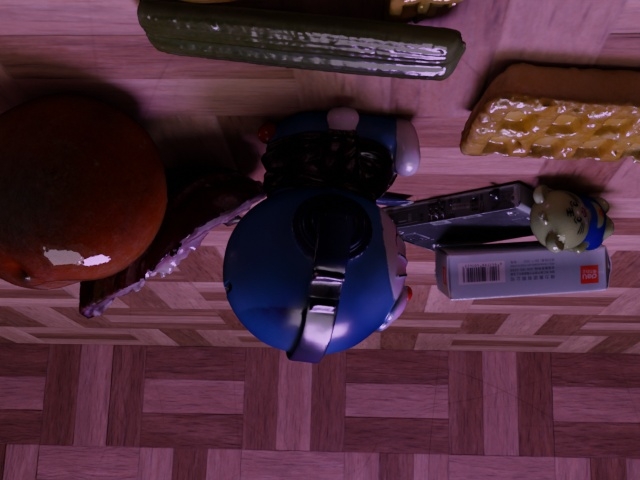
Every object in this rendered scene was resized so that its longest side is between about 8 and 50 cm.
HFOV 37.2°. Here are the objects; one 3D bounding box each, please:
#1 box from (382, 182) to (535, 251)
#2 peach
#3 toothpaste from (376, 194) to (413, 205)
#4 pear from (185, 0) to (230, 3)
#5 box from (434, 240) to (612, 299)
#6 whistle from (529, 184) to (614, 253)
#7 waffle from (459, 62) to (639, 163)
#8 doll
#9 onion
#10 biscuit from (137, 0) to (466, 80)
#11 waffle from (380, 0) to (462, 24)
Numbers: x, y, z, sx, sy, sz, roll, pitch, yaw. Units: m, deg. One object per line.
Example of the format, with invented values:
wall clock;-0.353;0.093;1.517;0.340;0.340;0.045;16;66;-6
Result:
box;0.250;-0.032;1.570;0.270;0.045;0.211;-10;163;36
peach;-0.321;-0.053;1.167;0.252;0.252;0.252;1;165;0
toothpaste;0.079;-0.067;1.503;0.140;0.021;0.037;6;171;-24
pear;-0.074;-0.239;0.558;0.200;0.200;0.200;1;165;0
box;0.331;0.046;1.579;0.269;0.079;0.135;-3;-175;-1
whistle;0.395;-0.028;1.463;0.085;0.105;0.227;-23;162;40
waffle;0.312;-0.146;1.112;0.274;0.057;0.168;2;165;-4
doll;0.000;0.000;1.205;0.240;0.310;0.284;6;165;-9
onion;-0.213;-0.040;1.352;0.280;0.146;0.314;-32;-178;44
biscuit;-0.019;-0.195;0.941;0.322;0.038;0.099;8;170;6
waffle;0.118;-0.229;0.887;0.125;0.032;0.191;-2;168;1
